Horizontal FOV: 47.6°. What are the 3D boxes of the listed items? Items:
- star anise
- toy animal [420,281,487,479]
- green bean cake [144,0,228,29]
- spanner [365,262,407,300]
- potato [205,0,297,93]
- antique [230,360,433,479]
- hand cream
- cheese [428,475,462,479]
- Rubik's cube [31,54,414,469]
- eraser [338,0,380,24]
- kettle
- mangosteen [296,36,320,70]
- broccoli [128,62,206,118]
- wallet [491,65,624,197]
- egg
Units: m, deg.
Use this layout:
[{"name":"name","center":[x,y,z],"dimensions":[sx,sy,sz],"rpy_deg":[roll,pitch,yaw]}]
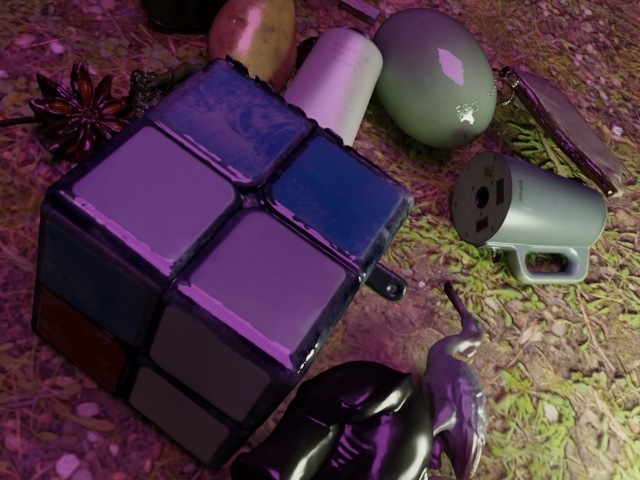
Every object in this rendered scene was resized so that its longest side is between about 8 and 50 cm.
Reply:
[{"name":"star anise","center":[-0.377,-0.191,1.067],"dimensions":[0.233,0.073,0.177],"rpy_deg":[23,59,-29]},{"name":"toy animal","center":[0.182,0.212,1.040],"dimensions":[0.195,0.090,0.324],"rpy_deg":[42,55,7]},{"name":"green bean cake","center":[-0.213,-0.500,1.311],"dimensions":[0.241,0.132,0.255],"rpy_deg":[-9,67,-32]},{"name":"spanner","center":[0.000,0.000,1.129],"dimensions":[0.315,0.024,0.087],"rpy_deg":[36,92,-5]},{"name":"potato","center":[-0.119,-0.329,1.223],"dimensions":[0.161,0.128,0.235],"rpy_deg":[-2,97,-41]},{"name":"antique","center":[0.011,0.266,0.791],"dimensions":[0.185,0.322,0.255],"rpy_deg":[34,43,13]},{"name":"hand cream","center":[-0.012,-0.188,1.194],"dimensions":[0.185,0.118,0.359],"rpy_deg":[27,70,-6]},{"name":"cheese","center":[0.174,0.410,0.893],"dimensions":[0.235,0.117,0.218],"rpy_deg":[44,55,11]},{"name":"Rubik's cube","center":[-0.126,0.031,0.887],"dimensions":[0.316,0.313,0.318],"rpy_deg":[37,51,3]},{"name":"eraser","center":[0.081,-0.477,1.491],"dimensions":[0.083,0.019,0.038],"rpy_deg":[30,50,-3]},{"name":"kettle","center":[0.372,-0.028,1.258],"dimensions":[0.243,0.160,0.211],"rpy_deg":[10,74,-24]},{"name":"mangosteen","center":[-0.008,-0.333,1.328],"dimensions":[0.080,0.081,0.081],"rpy_deg":[11,55,-16]},{"name":"broccoli","center":[-0.196,-0.193,1.102],"dimensions":[0.195,0.156,0.195],"rpy_deg":[15,29,-9]},{"name":"wallet","center":[0.470,-0.218,1.411],"dimensions":[0.335,0.068,0.274],"rpy_deg":[50,32,9]},{"name":"egg","center":[0.200,-0.292,1.306],"dimensions":[0.202,0.203,0.283],"rpy_deg":[-18,65,-31]}]
